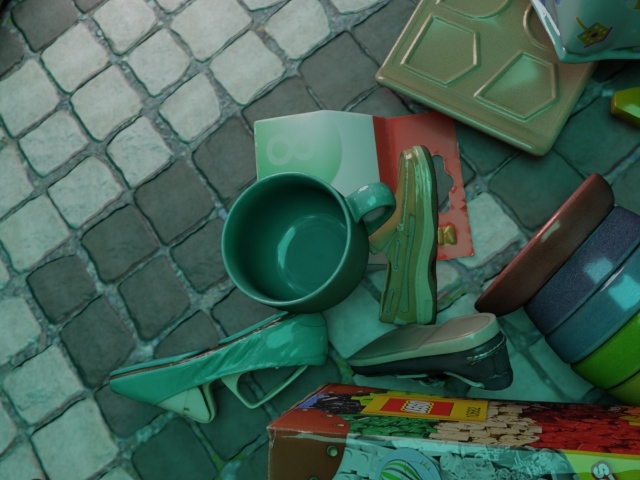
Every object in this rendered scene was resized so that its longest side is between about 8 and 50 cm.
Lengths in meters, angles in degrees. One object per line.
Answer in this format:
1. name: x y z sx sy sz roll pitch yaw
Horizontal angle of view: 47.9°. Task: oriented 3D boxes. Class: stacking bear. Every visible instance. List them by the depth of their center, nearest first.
1. stacking bear: 0.310 0.089 0.657 0.289 0.164 0.175 42 87 13

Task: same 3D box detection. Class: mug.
1. mug: -0.005 0.008 0.703 0.158 0.097 0.129 6 79 21

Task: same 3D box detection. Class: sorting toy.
1. sorting toy: 0.245 -0.202 0.801 0.307 0.041 0.229 29 79 16

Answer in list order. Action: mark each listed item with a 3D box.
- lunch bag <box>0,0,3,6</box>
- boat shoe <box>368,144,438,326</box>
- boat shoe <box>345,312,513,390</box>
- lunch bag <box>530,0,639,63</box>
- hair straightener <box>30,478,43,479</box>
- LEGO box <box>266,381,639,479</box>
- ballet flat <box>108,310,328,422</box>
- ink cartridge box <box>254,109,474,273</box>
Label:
1. lunch bag: -0.554 -0.370 0.906 0.305 0.212 0.256 19 64 12
2. boat shoe: 0.080 0.000 0.726 0.072 0.068 0.190 -2 104 4
3. boat shoe: 0.097 0.118 0.684 0.075 0.206 0.065 -31 95 -35
4. lunch bag: 0.291 -0.339 0.701 0.160 0.223 0.262 -2 57 -9
5. hair straightener: -0.285 0.374 0.758 0.089 0.047 0.230 -34 77 1
6. LEGO box: 0.158 0.375 0.527 0.372 0.193 0.500 0 89 15
7. ballet flat: -0.105 0.142 0.758 0.247 0.083 0.087 -20 82 6
8. ink cartridge box: 0.044 -0.057 0.794 0.225 0.056 0.181 -8 76 10
